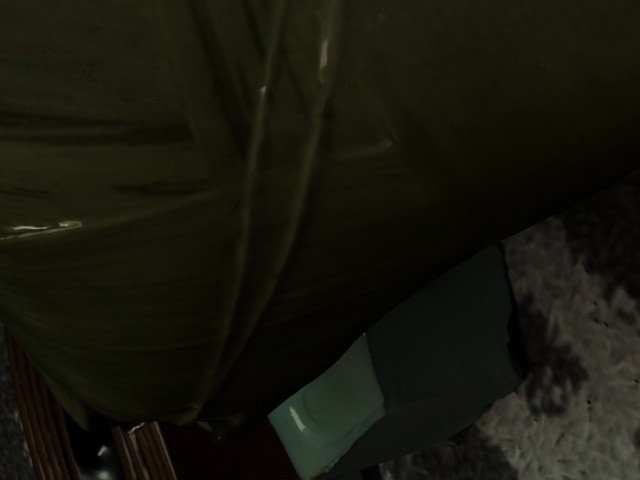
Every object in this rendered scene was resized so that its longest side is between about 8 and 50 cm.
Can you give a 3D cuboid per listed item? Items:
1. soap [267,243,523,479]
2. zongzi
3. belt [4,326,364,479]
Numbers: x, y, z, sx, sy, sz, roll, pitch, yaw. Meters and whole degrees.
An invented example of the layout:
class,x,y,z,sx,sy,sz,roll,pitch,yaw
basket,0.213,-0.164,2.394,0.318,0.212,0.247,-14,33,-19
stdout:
class,x,y,z,sx,sy,sz,roll,pitch,yaw
soap,0.000,0.000,0.968,0.230,0.091,0.145,60,148,11
zongzi,0.033,-0.020,0.750,0.447,0.418,0.181,74,-163,-66
belt,-0.066,0.143,1.142,0.217,0.122,0.339,0,109,59
